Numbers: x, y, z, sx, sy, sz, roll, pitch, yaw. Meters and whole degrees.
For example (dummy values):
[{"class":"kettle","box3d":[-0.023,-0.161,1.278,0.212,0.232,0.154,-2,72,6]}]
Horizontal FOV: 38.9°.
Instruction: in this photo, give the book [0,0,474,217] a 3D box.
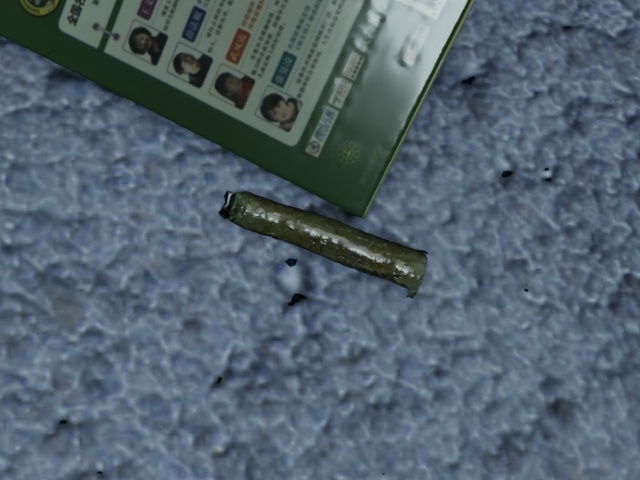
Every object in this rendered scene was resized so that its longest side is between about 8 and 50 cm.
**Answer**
[{"class":"book","box3d":[-0.047,-0.160,0.542,0.264,0.027,0.202,27,105,3]}]

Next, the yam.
[{"class":"yam","box3d":[0.000,0.000,0.545,0.130,0.027,0.033,18,65,0]}]
